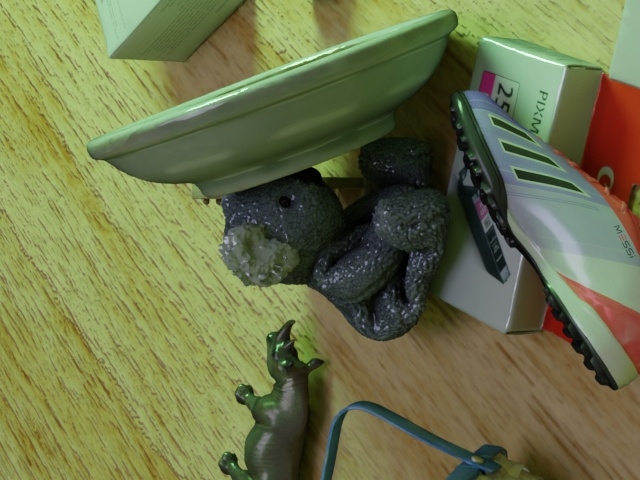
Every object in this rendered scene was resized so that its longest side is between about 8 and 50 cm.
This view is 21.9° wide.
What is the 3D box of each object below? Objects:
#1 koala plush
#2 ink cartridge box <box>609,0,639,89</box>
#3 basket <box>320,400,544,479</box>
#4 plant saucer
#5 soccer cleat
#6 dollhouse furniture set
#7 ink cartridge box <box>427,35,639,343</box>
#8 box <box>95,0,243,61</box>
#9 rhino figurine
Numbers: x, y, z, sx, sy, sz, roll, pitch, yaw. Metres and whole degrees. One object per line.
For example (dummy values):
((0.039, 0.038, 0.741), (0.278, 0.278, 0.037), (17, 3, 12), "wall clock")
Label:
((0.000, 0.000, 1.718), (0.196, 0.221, 0.203), (-101, 22, -63), "koala plush")
((0.393, -0.139, 1.266), (0.278, 0.201, 0.117), (29, 113, 48), "ink cartridge box")
((0.114, 0.318, 1.604), (0.289, 0.201, 0.255), (21, 109, 17), "basket")
((-0.036, -0.126, 1.694), (0.400, 0.400, 0.101), (-11, 102, 52), "plant saucer")
((0.229, -0.020, 1.526), (0.116, 0.108, 0.318), (-31, 72, 1), "soccer cleat")
((-0.046, -0.010, 1.871), (0.144, 0.151, 0.123), (2, 92, 56), "dollhouse furniture set")
((0.223, -0.038, 1.603), (0.239, 0.060, 0.275), (29, 113, 50), "ink cartridge box")
((-0.199, -0.346, 2.091), (0.182, 0.119, 0.181), (-38, 61, 46), "box")
((-0.052, 0.207, 1.946), (0.106, 0.073, 0.243), (30, 112, 52), "rhino figurine")
